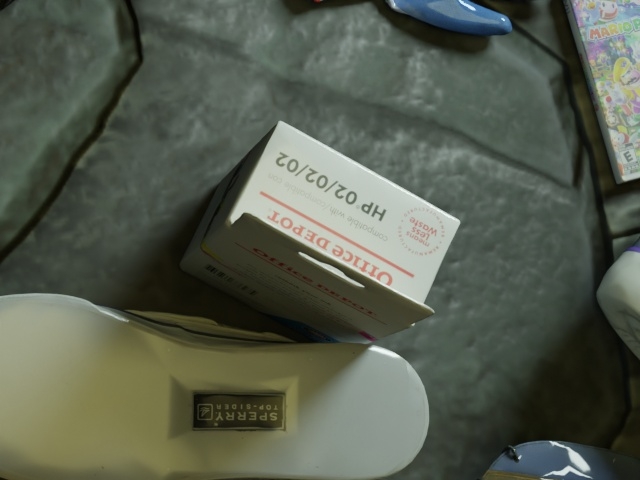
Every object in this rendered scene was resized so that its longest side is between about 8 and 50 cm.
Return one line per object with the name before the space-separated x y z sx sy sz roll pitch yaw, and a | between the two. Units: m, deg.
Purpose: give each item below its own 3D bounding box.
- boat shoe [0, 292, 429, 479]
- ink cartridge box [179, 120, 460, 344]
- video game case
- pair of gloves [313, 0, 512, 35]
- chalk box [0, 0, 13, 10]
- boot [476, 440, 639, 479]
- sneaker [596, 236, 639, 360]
boat shoe | -0.081 0.078 0.885 0.267 0.088 0.096 2 85 -18
ink cartridge box | 0.000 0.000 0.869 0.104 0.181 0.062 28 76 -8
video game case | 0.198 -0.101 1.023 0.087 0.011 0.122 -14 85 -15
pair of gloves | 0.064 -0.216 1.003 0.159 0.023 0.198 -1 82 -14
chalk box | -0.118 -0.244 0.906 0.213 0.132 0.132 -38 92 -17
boot | 0.085 0.162 0.936 0.219 0.082 0.106 8 54 -3
sneaker | 0.338 0.052 0.951 0.236 0.130 0.323 -43 78 -9
